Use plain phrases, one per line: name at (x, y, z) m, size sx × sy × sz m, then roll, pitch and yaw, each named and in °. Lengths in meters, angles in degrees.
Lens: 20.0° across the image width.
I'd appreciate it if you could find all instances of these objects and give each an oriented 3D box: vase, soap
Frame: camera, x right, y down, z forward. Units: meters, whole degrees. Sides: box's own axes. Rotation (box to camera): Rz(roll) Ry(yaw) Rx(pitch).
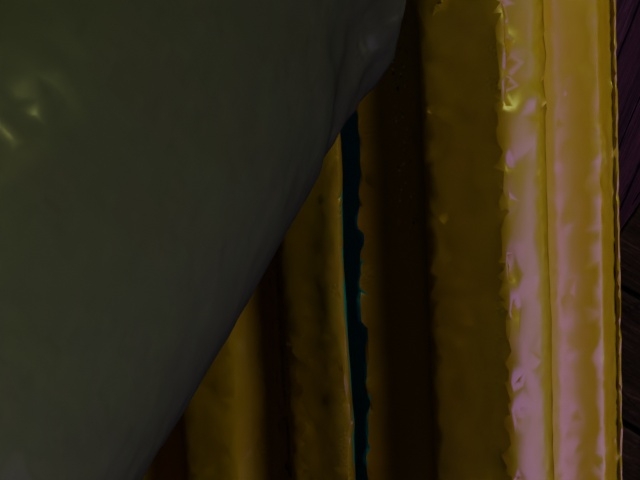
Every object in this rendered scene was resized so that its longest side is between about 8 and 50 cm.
vase at (-0.110, -0.002, 0.442) m, size 0.291 × 0.245 × 0.245 m, roll -56°, pitch 168°, yaw -36°
soap at (0.000, -0.001, 0.624) m, size 0.096 × 0.204 × 0.324 m, roll -22°, pitch 114°, yaw -56°
